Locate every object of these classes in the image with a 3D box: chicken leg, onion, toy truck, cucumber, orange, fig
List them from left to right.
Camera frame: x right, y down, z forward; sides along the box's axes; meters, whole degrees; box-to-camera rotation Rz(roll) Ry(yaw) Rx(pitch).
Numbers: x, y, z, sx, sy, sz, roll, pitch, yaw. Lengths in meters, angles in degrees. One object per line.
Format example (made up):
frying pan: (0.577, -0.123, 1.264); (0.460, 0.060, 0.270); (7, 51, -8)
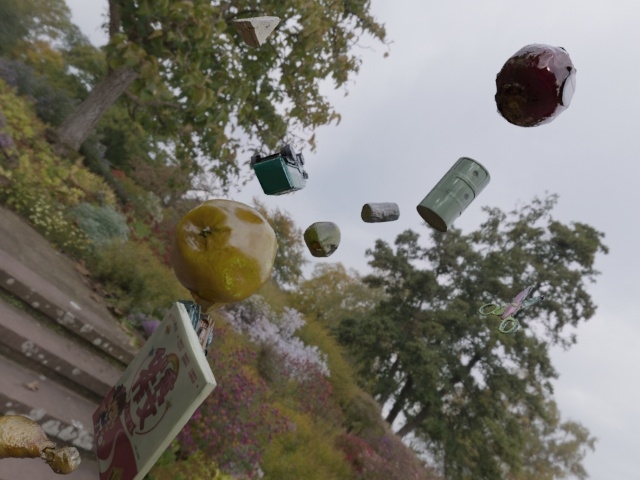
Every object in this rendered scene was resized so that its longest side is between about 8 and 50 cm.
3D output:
chicken leg: (-0.672, 0.478, 0.967); (0.251, 0.107, 0.087); (13, -68, 12)
toy truck: (-0.388, 0.337, 1.082); (0.132, 0.338, 0.184); (11, -31, -3)
orange: (-0.252, 0.023, 1.078); (0.279, 0.279, 0.235); (34, -23, 20)
toy truck: (-0.107, -0.191, 1.151); (0.253, 0.114, 0.124); (-16, 93, -78)
fig: (0.000, 0.000, 1.591); (0.154, 0.165, 0.144); (-7, -83, 25)
cucumber: (0.176, -0.079, 1.192); (0.064, 0.111, 0.064); (178, -90, -69)
onion: (0.473, -0.335, 0.860); (0.173, 0.198, 0.135); (50, -4, -40)

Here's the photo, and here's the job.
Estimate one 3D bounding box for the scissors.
scissors: (0.599, 0.206, 1.278); (0.133, 0.187, 0.020); (49, -12, 54)

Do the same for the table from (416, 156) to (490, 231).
table: (0.424, -0.149, 1.326); (0.126, 0.220, 0.126); (43, -7, 6)

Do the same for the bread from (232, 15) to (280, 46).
bread: (-0.217, -0.759, 1.431); (0.077, 0.152, 0.105); (18, -21, 27)

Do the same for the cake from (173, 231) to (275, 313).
cake: (-0.326, 0.049, 1.359); (0.222, 0.227, 0.286); (-41, -103, 36)

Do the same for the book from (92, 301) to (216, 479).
book: (-0.237, 0.220, 0.564); (0.022, 0.232, 0.162); (29, 12, -44)
